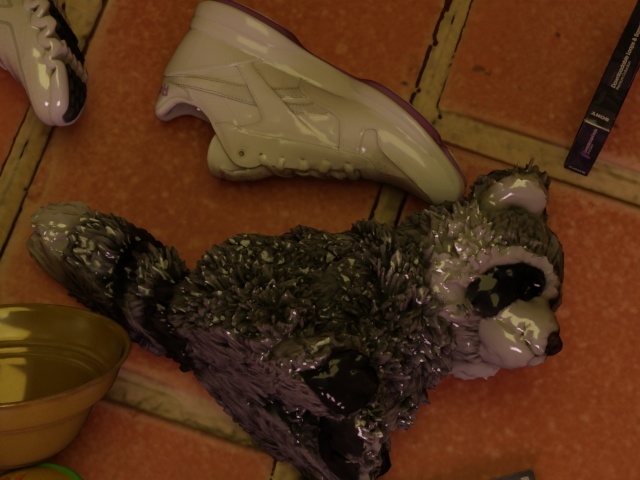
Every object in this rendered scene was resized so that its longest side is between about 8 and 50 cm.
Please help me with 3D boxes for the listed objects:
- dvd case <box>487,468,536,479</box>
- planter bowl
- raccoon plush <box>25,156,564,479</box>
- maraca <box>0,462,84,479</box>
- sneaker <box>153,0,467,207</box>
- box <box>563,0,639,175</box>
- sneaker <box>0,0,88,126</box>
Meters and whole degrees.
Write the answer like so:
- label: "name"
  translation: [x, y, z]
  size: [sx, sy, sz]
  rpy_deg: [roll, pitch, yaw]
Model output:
- label: "dvd case"
  translation: [0.134, 0.320, 1.612]
  size: [0.164, 0.018, 0.221]
  rpy_deg: [-13, 72, -6]
- label: "planter bowl"
  translation: [-0.267, 0.134, 1.608]
  size: [0.217, 0.217, 0.090]
  rpy_deg: [-2, 111, -2]
- label: "raccoon plush"
  translation: [0.000, 0.000, 1.635]
  size: [0.446, 0.216, 0.299]
  rpy_deg: [37, 66, 11]
- label: "maraca"
  translation: [-0.265, 0.259, 1.588]
  size: [0.186, 0.099, 0.127]
  rpy_deg: [-26, 60, 16]
- label: "sneaker"
  translation: [-0.012, -0.093, 1.720]
  size: [0.305, 0.114, 0.152]
  rpy_deg: [31, 85, 15]
- label: "box"
  translation: [0.272, -0.149, 1.728]
  size: [0.029, 0.116, 0.162]
  rpy_deg: [26, 73, 6]
- label: "sneaker"
  translation: [-0.303, -0.216, 1.754]
  size: [0.118, 0.110, 0.292]
  rpy_deg: [-26, 65, -2]
